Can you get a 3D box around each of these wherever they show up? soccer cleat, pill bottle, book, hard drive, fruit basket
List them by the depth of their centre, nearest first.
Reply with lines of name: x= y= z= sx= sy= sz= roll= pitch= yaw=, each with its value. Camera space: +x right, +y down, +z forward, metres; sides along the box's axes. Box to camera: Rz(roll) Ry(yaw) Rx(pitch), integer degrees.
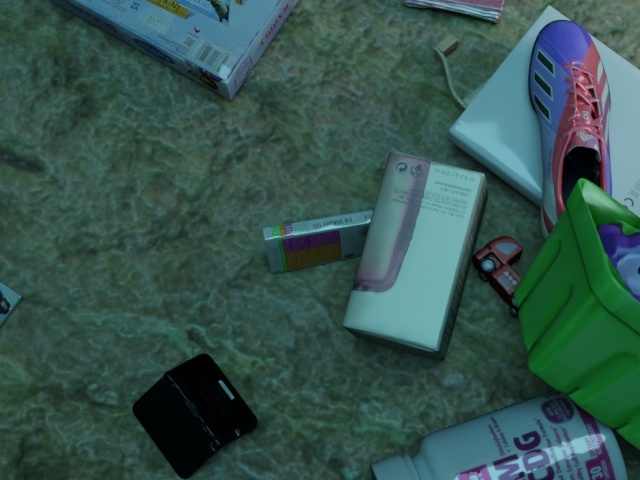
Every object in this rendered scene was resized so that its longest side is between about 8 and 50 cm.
fruit basket: x=0.457 y=0.056 z=1.654 sx=0.392 sy=0.392 sz=0.283 roll=-1 pitch=32 yaw=1
pill bottle: x=0.214 y=0.291 z=1.721 sx=0.283 sy=0.160 sz=0.160 roll=-19 pitch=72 yaw=-4
soccer cleat: x=0.329 y=-0.144 z=1.813 sx=0.109 sy=0.116 sz=0.318 roll=1 pitch=76 yaw=-2
book: x=0.000 y=0.000 z=1.856 sx=0.144 sy=0.096 sz=0.035 roll=-9 pitch=66 yaw=-2
hard drive: x=0.378 y=-0.123 z=1.895 sx=0.353 sy=0.047 sz=0.233 roll=37 pitch=77 yaw=6

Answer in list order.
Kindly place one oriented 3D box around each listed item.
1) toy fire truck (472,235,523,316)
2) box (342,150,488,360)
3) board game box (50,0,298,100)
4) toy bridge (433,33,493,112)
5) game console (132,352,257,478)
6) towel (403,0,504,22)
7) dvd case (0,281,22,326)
toy fire truck: x=0.307 y=0.055 z=1.855 sx=0.135 sy=0.047 sz=0.192 roll=-37 pitch=74 yaw=-10
box: x=0.123 y=0.023 z=1.798 sx=0.127 sy=0.148 sz=0.232 roll=15 pitch=82 yaw=10
board game box: x=-0.178 y=-0.406 z=2.012 sx=0.319 sy=0.066 sz=0.318 roll=30 pitch=76 yaw=11
toy bridge: x=0.220 y=-0.200 z=1.953 sx=0.063 sy=0.026 sz=0.188 roll=-39 pitch=75 yaw=-10
game console: x=-0.162 y=0.226 z=1.832 sx=0.107 sy=0.071 sz=0.122 roll=-27 pitch=71 yaw=-38
towel: x=0.206 y=-0.411 z=2.025 sx=0.144 sy=0.029 sz=0.197 roll=12 pitch=70 yaw=6
dvd case: x=-0.471 y=0.078 z=1.889 sx=0.119 sy=0.013 sz=0.087 roll=33 pitch=76 yaw=12
